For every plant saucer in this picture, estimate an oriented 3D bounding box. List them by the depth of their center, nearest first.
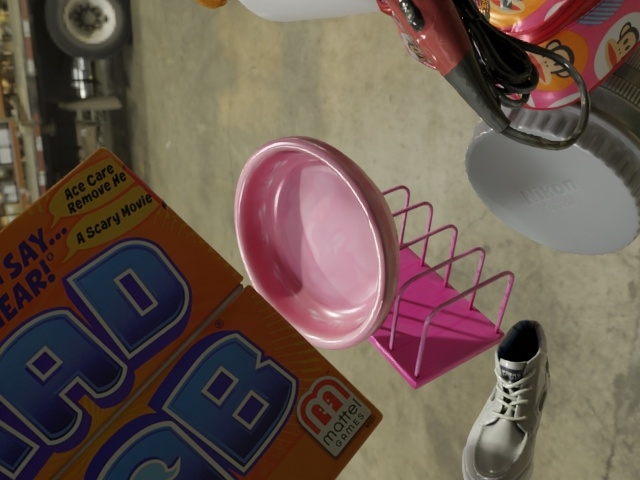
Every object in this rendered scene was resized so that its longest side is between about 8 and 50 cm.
[{"bbox_3d":[0.000,0.000,1.056,0.332,0.084,0.331,22,122,40],"label":"plant saucer"}]

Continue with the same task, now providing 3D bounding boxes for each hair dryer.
[{"bbox_3d":[0.051,-0.189,0.434,0.080,0.294,0.223,-54,28,41],"label":"hair dryer"}]

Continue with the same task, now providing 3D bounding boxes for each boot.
[{"bbox_3d":[0.248,0.214,0.919,0.095,0.258,0.123,4,121,26],"label":"boot"}]

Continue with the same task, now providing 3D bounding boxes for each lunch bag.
[{"bbox_3d":[0.223,-0.279,0.705,0.120,0.258,0.293,47,177,-38],"label":"lunch bag"}]

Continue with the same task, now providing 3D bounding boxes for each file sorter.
[{"bbox_3d":[0.159,0.062,1.190,0.290,0.202,0.182,45,146,38],"label":"file sorter"}]

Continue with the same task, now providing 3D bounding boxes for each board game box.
[{"bbox_3d":[-0.228,0.195,0.718,0.356,0.356,0.356,44,159,-3],"label":"board game box"}]

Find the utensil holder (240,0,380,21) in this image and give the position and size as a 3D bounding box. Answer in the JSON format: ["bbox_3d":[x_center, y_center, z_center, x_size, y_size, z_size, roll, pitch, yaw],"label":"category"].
[{"bbox_3d":[0.052,-0.541,1.159,0.386,0.328,0.327,7,105,41],"label":"utensil holder"}]

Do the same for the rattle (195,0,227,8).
[{"bbox_3d":[-0.117,-0.360,0.680,0.143,0.130,0.199,10,-121,-79],"label":"rattle"}]

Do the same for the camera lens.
[{"bbox_3d":[0.317,-0.148,0.776,0.219,0.274,0.219,32,159,14],"label":"camera lens"}]
